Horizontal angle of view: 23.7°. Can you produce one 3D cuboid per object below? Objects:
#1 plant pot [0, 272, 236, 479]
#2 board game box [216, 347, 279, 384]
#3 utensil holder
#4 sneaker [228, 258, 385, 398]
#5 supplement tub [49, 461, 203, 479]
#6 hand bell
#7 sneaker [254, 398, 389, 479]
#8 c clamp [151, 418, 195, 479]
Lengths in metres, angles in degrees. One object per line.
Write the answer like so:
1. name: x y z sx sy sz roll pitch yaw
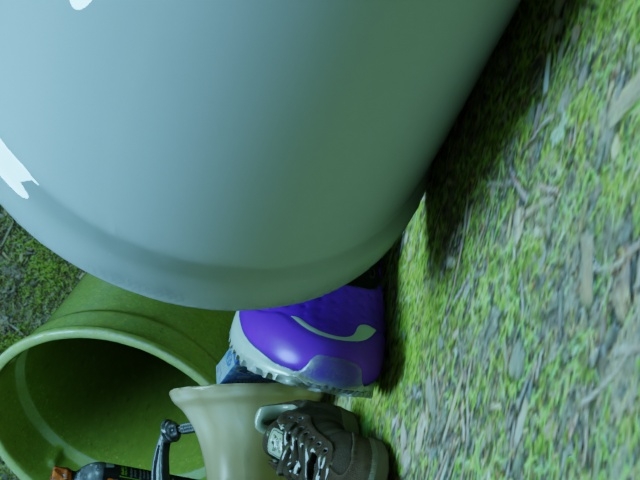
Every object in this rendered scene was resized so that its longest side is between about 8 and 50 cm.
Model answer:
1. plant pot: -0.181 0.119 1.603 0.254 0.276 0.276 -73 2 -51
2. board game box: -0.029 0.094 1.178 0.090 0.090 0.020 127 141 -67
3. utensil holder: -0.024 -0.198 0.883 0.385 0.328 0.327 119 161 -49
4. sneaker: -0.001 0.000 1.108 0.293 0.102 0.146 -103 28 -67
5. supplement tub: -0.171 0.278 1.457 0.117 0.190 0.117 -167 90 -80
6. hand bell: -0.055 0.236 1.190 0.126 0.126 0.242 142 128 -74
7. sneaker: -0.004 0.152 1.029 0.188 0.071 0.066 -149 72 -80
8. c clamp: -0.092 0.185 1.389 0.161 0.022 0.137 -20 71 27
